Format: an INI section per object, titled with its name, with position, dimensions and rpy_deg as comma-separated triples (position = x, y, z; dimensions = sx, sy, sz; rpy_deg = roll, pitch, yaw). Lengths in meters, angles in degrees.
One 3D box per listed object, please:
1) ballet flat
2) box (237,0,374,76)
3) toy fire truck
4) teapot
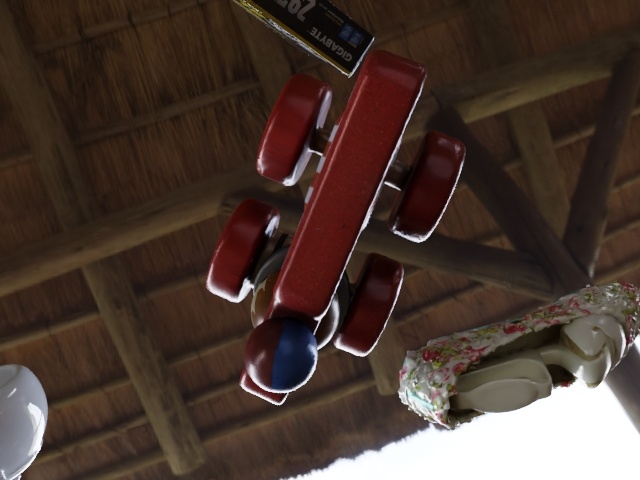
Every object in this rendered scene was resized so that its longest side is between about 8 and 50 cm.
[ballet flat]
position = 0.183, 0.102, 0.527
dimensions = 0.241, 0.077, 0.091
rpy_deg = -18, -70, -9
[box]
position = -0.097, -0.394, 0.990
dimensions = 0.322, 0.257, 0.079
rpy_deg = 28, -79, -31
[toy fire truck]
position = 0.000, 0.000, 0.516
dimensions = 0.170, 0.254, 0.302
rpy_deg = 24, -76, 2
[teapot]
position = -0.581, 0.350, 1.105
dimensions = 0.253, 0.256, 0.187
rpy_deg = -16, -75, 21
